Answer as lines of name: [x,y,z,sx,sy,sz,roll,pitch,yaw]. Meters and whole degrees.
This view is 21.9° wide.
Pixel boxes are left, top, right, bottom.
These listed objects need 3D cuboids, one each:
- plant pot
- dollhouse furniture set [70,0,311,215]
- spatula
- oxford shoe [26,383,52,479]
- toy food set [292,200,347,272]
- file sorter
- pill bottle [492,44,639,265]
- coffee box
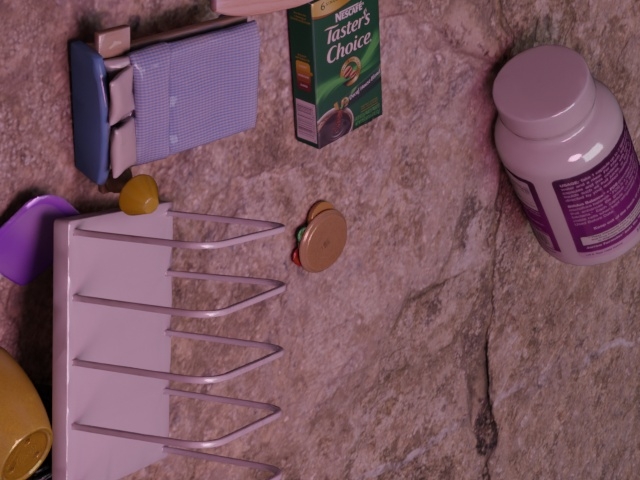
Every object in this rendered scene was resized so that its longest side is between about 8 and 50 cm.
plant pot: [-0.314,0.182,1.583,0.134,0.095,0.134,-42,153,-27]
dollhouse furniture set: [-0.066,-0.173,1.583,0.286,0.198,0.303,-18,128,-34]
spatula: [-0.334,0.080,1.582,0.296,0.030,0.084,-55,141,-12]
oxford shoe: [-0.272,0.248,1.719,0.083,0.096,0.227,-27,111,-26]
toy food set: [0.000,0.000,1.952,0.082,0.020,0.083,-57,143,-10]
file sorter: [-0.141,0.112,1.639,0.193,0.173,0.277,-16,109,-64]
pill bottle: [0.324,-0.113,2.160,0.169,0.169,0.301,-52,142,-17]
coffee box: [0.018,-0.205,1.840,0.113,0.040,0.184,-31,132,-37]
